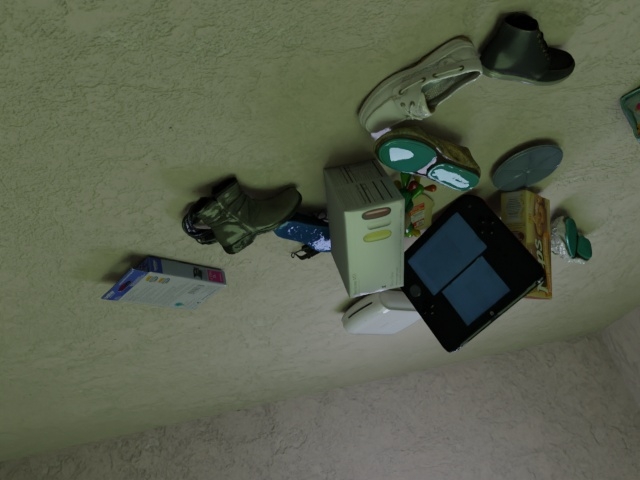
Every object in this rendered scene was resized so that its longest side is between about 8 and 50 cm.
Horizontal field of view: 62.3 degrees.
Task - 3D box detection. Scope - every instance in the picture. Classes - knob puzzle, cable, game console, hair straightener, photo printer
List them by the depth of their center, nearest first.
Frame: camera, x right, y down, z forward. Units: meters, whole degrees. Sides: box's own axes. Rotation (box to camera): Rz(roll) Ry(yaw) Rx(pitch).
[{"bbox_3d":[-0.256,-0.059,1.344,0.184,0.047,0.151,-19,144,-1],"label":"cable"},{"bbox_3d":[0.246,-0.079,1.558,0.213,0.030,0.213,-18,142,-14],"label":"knob puzzle"},{"bbox_3d":[0.000,0.000,1.579,0.230,0.047,0.089,-24,151,24],"label":"hair straightener"},{"bbox_3d":[0.422,0.094,1.585,0.060,0.342,0.386,7,133,-46],"label":"game console"},{"bbox_3d":[0.256,0.297,2.160,0.307,0.107,0.256,10,143,-39],"label":"photo printer"}]

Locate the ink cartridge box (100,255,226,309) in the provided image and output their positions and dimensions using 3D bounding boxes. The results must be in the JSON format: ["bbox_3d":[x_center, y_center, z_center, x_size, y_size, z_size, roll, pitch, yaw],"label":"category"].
[{"bbox_3d":[-0.455,0.128,1.552,0.185,0.065,0.311,-36,148,33],"label":"ink cartridge box"}]

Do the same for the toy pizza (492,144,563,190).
[{"bbox_3d":[0.581,-0.210,1.495,0.201,0.032,0.201,-11,151,-6],"label":"toy pizza"}]

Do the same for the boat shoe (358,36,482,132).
[{"bbox_3d":[0.199,-0.295,1.083,0.277,0.096,0.098,-32,148,28],"label":"boat shoe"}]

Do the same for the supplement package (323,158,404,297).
[{"bbox_3d":[0.106,-0.030,1.308,0.145,0.204,0.262,-12,127,-7],"label":"supplement package"}]

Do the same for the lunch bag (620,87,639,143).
[{"bbox_3d":[0.928,-0.329,1.325,0.262,0.160,0.223,-29,149,34],"label":"lunch bag"}]

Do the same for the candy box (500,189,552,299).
[{"bbox_3d":[0.629,0.019,1.614,0.087,0.317,0.182,-5,170,45],"label":"candy box"}]

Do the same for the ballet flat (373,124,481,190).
[{"bbox_3d":[0.246,-0.209,1.245,0.348,0.123,0.123,14,140,-37],"label":"ballet flat"}]

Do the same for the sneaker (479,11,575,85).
[{"bbox_3d":[0.439,-0.383,1.061,0.222,0.083,0.118,-5,149,-17],"label":"sneaker"}]

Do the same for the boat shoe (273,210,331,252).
[{"bbox_3d":[-0.025,-0.043,1.442,0.258,0.089,0.109,24,120,-43],"label":"boat shoe"}]

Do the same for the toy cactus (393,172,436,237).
[{"bbox_3d":[0.232,-0.073,1.400,0.112,0.180,0.219,14,134,13],"label":"toy cactus"}]

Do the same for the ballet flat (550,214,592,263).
[{"bbox_3d":[0.895,0.014,1.959,0.147,0.147,0.409,-31,148,26],"label":"ballet flat"}]

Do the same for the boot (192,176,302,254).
[{"bbox_3d":[-0.171,-0.089,1.271,0.246,0.083,0.161,-36,126,-9],"label":"boot"}]
